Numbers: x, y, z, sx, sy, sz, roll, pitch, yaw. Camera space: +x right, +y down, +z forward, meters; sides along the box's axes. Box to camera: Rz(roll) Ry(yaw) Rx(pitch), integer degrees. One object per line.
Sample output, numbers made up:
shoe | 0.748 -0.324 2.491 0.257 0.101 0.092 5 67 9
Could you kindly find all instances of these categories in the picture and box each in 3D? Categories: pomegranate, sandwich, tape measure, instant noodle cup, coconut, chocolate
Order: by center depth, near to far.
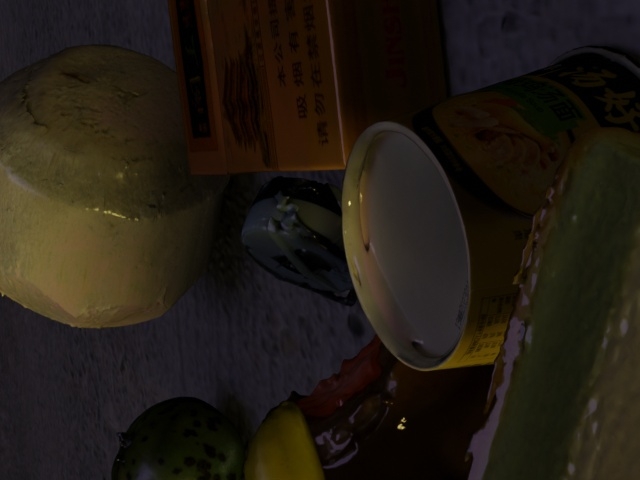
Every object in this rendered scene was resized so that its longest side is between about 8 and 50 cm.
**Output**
sandwich | 0.149 0.090 0.450 0.108 0.186 0.220 34 112 59
instant noodle cup | 0.087 -0.007 0.633 0.151 0.122 0.151 168 90 -67
chocolate | 0.041 0.088 0.769 0.133 0.127 0.124 -51 37 43
tape measure | -0.002 -0.001 0.875 0.054 0.094 0.091 -67 10 -23
coconut | -0.184 -0.031 1.125 0.234 0.224 0.224 -62 42 36
pomegranate | -0.109 0.207 1.185 0.161 0.122 0.122 47 164 -19

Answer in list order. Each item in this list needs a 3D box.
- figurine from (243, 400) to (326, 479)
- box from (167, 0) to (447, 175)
figurine | 0.069 0.256 0.673 0.169 0.218 0.326 -62 -29 -52
box | -0.020 -0.131 0.884 0.274 0.076 0.174 -175 79 -66
